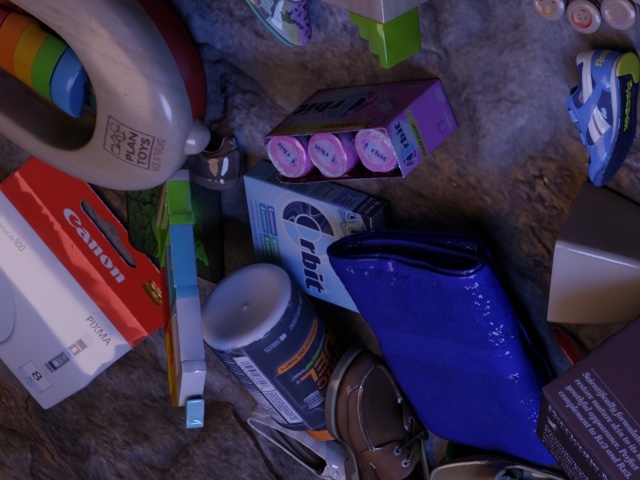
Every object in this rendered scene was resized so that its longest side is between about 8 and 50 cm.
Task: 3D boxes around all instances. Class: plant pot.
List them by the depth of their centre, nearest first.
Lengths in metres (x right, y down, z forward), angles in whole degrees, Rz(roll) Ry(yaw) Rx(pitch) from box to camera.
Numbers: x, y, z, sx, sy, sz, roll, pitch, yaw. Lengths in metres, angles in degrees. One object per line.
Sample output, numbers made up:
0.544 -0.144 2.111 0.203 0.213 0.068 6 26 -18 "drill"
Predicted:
0.292 0.021 1.567 0.096 0.109 0.109 14 132 17 "plant pot"

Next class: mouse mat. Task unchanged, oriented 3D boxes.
-0.191 -0.035 2.025 0.153 0.007 0.189 22 136 22 "mouse mat"

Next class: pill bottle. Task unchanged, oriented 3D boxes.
-0.037 0.148 1.927 0.130 0.130 0.245 7 147 39 "pill bottle"

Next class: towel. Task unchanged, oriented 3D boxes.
0.157 0.114 1.770 0.228 0.076 0.308 10 138 45 "towel"

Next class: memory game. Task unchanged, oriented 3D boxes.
0.235 -0.272 1.432 0.186 0.012 0.186 24 136 25 "memory game"

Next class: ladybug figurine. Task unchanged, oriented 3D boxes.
-0.298 -0.235 1.836 0.449 0.162 0.305 36 139 15 "ladybug figurine"

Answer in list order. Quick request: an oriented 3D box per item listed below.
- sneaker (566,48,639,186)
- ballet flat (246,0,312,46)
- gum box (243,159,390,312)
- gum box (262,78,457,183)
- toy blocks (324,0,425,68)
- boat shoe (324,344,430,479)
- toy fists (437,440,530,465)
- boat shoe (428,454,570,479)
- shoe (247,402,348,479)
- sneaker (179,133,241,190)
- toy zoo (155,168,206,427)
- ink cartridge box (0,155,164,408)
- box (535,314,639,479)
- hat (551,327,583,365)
0.269 -0.121 1.502 0.059 0.053 0.144 20 126 29 "sneaker"
-0.069 -0.307 1.644 0.079 0.077 0.221 -36 96 32 "ballet flat"
0.000 0.000 1.861 0.184 0.041 0.157 19 134 29 "gum box"
0.037 -0.116 1.673 0.188 0.107 0.062 -1 122 43 "gum box"
-0.011 -0.382 1.462 0.261 0.191 0.381 27 138 40 "toy blocks"
0.085 0.238 1.928 0.104 0.110 0.307 23 153 27 "boat shoe"
0.257 0.342 1.877 0.279 0.096 0.142 22 136 26 "toy fists"
0.209 0.277 1.792 0.190 0.068 0.072 -3 164 22 "boat shoe"
-0.006 0.288 2.100 0.219 0.058 0.076 39 141 9 "shoe"
-0.175 -0.122 1.914 0.188 0.066 0.071 20 118 23 "sneaker"
-0.169 0.082 1.890 0.192 0.030 0.293 120 146 -71 "toy zoo"
-0.392 0.061 2.237 0.308 0.091 0.385 51 142 -6 "ink cartridge box"
0.328 0.184 1.535 0.168 0.167 0.203 52 173 19 "box"
0.372 0.209 1.717 0.173 0.183 0.208 -6 157 42 "hat"
